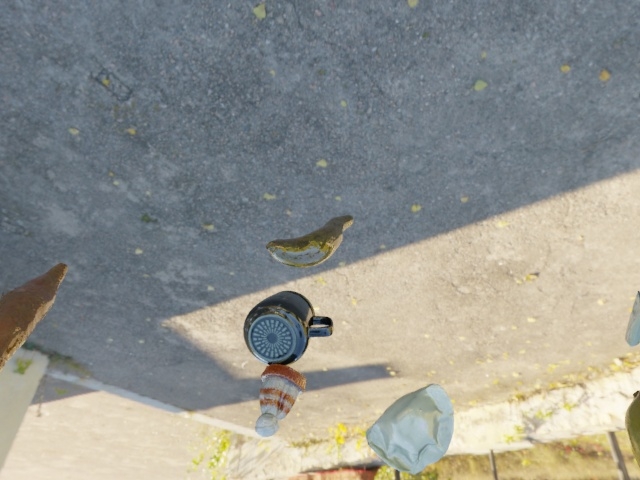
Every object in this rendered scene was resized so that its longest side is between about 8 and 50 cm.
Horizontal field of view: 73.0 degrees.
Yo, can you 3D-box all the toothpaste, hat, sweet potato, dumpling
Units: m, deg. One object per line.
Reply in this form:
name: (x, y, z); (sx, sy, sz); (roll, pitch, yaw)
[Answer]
toothpaste: (0.674, 0.178, 0.922); (0.029, 0.048, 0.197); (-6, 139, 25)
hat: (-0.105, 0.370, 0.989); (0.112, 0.162, 0.094); (11, 140, 13)
sweet potato: (-0.465, 0.117, 0.651); (0.072, 0.314, 0.066); (28, 103, -18)
sweet potato: (0.003, 0.000, 0.736); (0.069, 0.249, 0.060); (30, 123, 25)
dumpling: (0.256, 0.505, 1.151); (0.252, 0.179, 0.131); (-38, 161, -7)

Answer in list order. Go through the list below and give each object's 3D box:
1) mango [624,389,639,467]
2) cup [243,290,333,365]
mango: (0.387, 0.226, 0.411); (0.130, 0.195, 0.092); (-25, 147, -15)
cup: (-0.073, 0.218, 1.100); (0.222, 0.170, 0.176); (-1, -173, 9)
